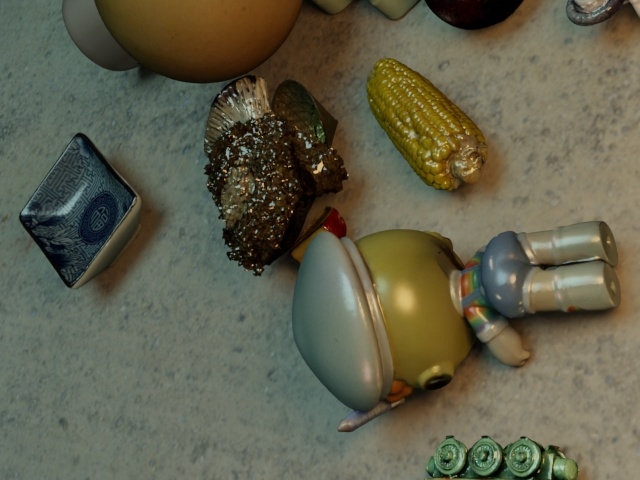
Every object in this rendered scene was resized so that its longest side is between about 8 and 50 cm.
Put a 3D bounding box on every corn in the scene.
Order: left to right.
[{"bbox_3d":[0.129,-0.147,1.598,0.097,0.097,0.262,-48,43,11],"label":"corn"}]

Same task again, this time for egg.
[{"bbox_3d":[-0.172,-0.382,1.766,0.301,0.301,0.374,-43,28,16],"label":"egg"}]

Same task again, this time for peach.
[{"bbox_3d":[0.000,0.000,1.665,0.083,0.050,0.077,-46,13,-6],"label":"peach"}]

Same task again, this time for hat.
[{"bbox_3d":[-0.004,-0.159,1.758,0.146,0.067,0.146,39,138,47],"label":"hat"}]

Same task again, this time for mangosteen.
[{"bbox_3d":[0.193,-0.346,1.610,0.152,0.152,0.152,-22,54,33],"label":"mangosteen"}]

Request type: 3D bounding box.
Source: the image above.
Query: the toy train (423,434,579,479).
[{"bbox_3d":[0.187,0.268,1.333,0.176,0.074,0.118,-8,66,38],"label":"toy train"}]

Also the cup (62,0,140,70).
[{"bbox_3d":[-0.292,-0.408,2.090,0.200,0.191,0.253,-28,22,33],"label":"cup"}]

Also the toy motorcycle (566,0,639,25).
[{"bbox_3d":[0.403,-0.334,1.447,0.260,0.110,0.171,-17,45,30],"label":"toy motorcycle"}]

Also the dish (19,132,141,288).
[{"bbox_3d":[-0.363,-0.039,2.005,0.182,0.080,0.243,-53,45,7],"label":"dish"}]

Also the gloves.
[{"bbox_3d":[-0.074,-0.085,1.701,0.210,0.135,0.312,-50,36,33],"label":"gloves"}]

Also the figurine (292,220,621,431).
[{"bbox_3d":[0.135,0.043,1.417,0.382,0.205,0.225,-27,57,19],"label":"figurine"}]

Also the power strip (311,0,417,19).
[{"bbox_3d":[0.049,-0.439,1.809,0.229,0.141,0.261,-44,42,17],"label":"power strip"}]
